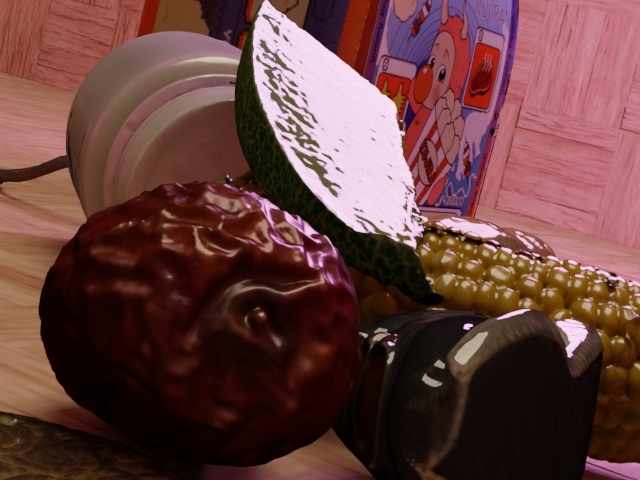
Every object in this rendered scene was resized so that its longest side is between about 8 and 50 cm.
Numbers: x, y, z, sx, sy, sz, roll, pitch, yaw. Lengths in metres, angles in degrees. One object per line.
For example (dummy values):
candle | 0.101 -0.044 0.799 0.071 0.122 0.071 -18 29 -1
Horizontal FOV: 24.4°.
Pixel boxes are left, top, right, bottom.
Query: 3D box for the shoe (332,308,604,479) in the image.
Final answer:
shoe | 0.050 0.071 0.621 0.112 0.099 0.227 9 0 22

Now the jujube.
jujube | -0.054 0.035 0.585 0.109 0.112 0.176 -23 4 -23

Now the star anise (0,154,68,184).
star anise | -0.170 -0.078 1.257 0.227 0.218 0.148 26 51 5

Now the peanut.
peanut | 0.128 0.030 1.164 0.099 0.100 0.214 17 1 28

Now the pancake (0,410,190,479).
pancake | -0.121 0.078 0.472 0.199 0.021 0.199 13 6 -1

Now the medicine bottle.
medicine bottle | -0.081 -0.049 1.001 0.170 0.170 0.293 12 8 -16

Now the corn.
corn | 0.063 0.047 0.773 0.317 0.115 0.115 16 6 6

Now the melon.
melon | 0.011 -0.038 0.755 0.114 0.053 0.262 21 25 -24

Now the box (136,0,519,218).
box | 0.006 -0.158 1.498 0.256 0.319 0.348 16 6 26
